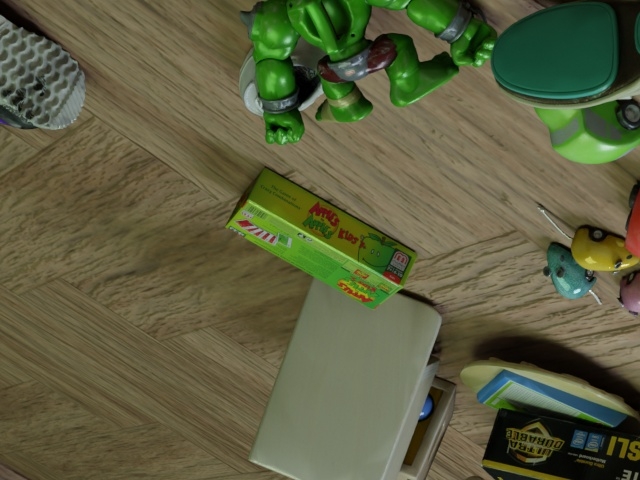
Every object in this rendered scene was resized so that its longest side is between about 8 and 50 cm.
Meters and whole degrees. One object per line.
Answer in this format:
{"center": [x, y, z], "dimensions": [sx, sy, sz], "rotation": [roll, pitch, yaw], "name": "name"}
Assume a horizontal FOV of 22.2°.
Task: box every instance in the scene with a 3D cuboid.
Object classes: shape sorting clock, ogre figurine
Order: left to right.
{"center": [0.026, -0.155, 1.258], "dimensions": [0.197, 0.097, 0.118], "rotation": [-9, 124, 37], "name": "ogre figurine"}
{"center": [0.253, 0.173, 1.783], "dimensions": [0.206, 0.040, 0.206], "rotation": [22, 162, 7], "name": "shape sorting clock"}

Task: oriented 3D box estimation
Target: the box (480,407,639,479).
{"center": [0.354, 0.294, 1.830], "dimensions": [0.257, 0.079, 0.322], "rotation": [11, 161, 31], "name": "box"}

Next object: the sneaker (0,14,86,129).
{"center": [-0.372, -0.201, 1.569], "dimensions": [0.146, 0.102, 0.293], "rotation": [3, 147, 43], "name": "sneaker"}

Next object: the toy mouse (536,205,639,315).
{"center": [0.262, 0.040, 1.514], "dimensions": [0.161, 0.031, 0.143], "rotation": [22, 156, 9], "name": "toy mouse"}

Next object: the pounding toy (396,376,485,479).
{"center": [0.105, 0.252, 1.920], "dimensions": [0.206, 0.181, 0.094], "rotation": [20, 155, 13], "name": "pounding toy"}

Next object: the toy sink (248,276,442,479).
{"center": [0.040, 0.159, 1.826], "dimensions": [0.153, 0.234, 0.131], "rotation": [20, -175, 13], "name": "toy sink"}

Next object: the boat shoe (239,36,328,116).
{"center": [-0.029, -0.136, 1.405], "dimensions": [0.066, 0.063, 0.184], "rotation": [35, 155, -19], "name": "boat shoe"}

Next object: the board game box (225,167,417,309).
{"center": [0.000, 0.000, 1.680], "dimensions": [0.181, 0.043, 0.092], "rotation": [30, 157, -7], "name": "board game box"}

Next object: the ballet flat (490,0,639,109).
{"center": [0.231, -0.133, 1.144], "dimensions": [0.248, 0.086, 0.086], "rotation": [-6, 141, 49], "name": "ballet flat"}

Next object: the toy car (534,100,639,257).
{"center": [0.256, -0.057, 1.294], "dimensions": [0.225, 0.053, 0.239], "rotation": [32, 155, -13], "name": "toy car"}
